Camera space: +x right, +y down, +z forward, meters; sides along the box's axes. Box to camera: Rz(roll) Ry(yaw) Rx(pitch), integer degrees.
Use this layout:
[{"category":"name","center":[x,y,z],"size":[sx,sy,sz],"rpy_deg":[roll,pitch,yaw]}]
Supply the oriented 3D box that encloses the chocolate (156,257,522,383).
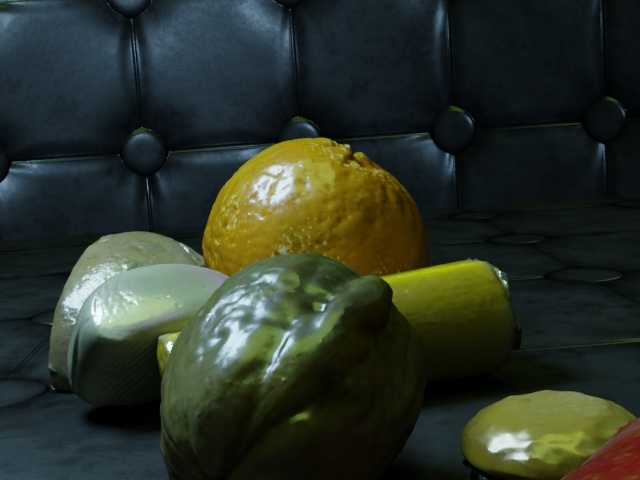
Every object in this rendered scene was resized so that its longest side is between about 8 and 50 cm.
[{"category":"chocolate","center":[0.019,0.121,1.164],"size":[0.446,0.162,0.162],"rpy_deg":[-7,9,-19]}]

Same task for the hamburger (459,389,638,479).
[{"category":"hamburger","center":[0.192,0.189,0.760],"size":[0.162,0.115,0.162],"rpy_deg":[-6,8,1]}]

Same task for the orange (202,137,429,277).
[{"category":"orange","center":[0.000,0.000,1.397],"size":[0.341,0.293,0.340],"rpy_deg":[20,13,-5]}]

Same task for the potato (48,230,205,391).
[{"category":"potato","center":[-0.261,0.093,1.365],"size":[0.211,0.189,0.264],"rpy_deg":[-1,9,15]}]

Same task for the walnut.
[{"category":"walnut","center":[-0.030,0.139,0.845],"size":[0.283,0.227,0.283],"rpy_deg":[-46,0,0]}]

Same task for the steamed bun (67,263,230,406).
[{"category":"steamed bun","center":[-0.216,0.110,1.203],"size":[0.239,0.169,0.152],"rpy_deg":[-5,43,-34]}]

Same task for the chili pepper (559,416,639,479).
[{"category":"chili pepper","center":[0.237,0.175,0.480],"size":[0.251,0.229,0.305],"rpy_deg":[-18,1,28]}]
